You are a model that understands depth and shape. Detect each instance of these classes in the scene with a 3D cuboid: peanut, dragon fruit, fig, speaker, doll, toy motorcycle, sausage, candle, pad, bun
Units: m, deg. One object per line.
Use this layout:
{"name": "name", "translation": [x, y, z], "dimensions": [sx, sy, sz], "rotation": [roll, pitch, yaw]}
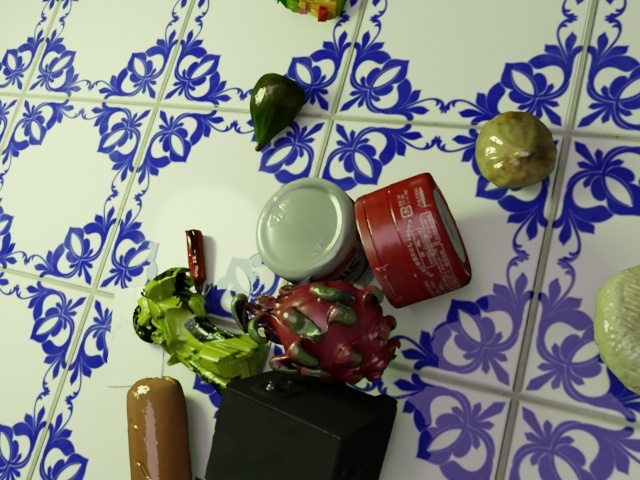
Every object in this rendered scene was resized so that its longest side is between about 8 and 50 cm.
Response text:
{"name": "peanut", "translation": [0.360, -0.168, 1.232], "dimensions": [0.140, 0.109, 0.159], "rotation": [-13, 56, 8]}
{"name": "dragon fruit", "translation": [-0.004, 0.159, 1.156], "dimensions": [0.272, 0.218, 0.198], "rotation": [-7, 112, 34]}
{"name": "fig", "translation": [-0.112, -0.286, 1.492], "dimensions": [0.117, 0.117, 0.177], "rotation": [36, 111, 29]}
{"name": "speaker", "translation": [-0.018, 0.335, 1.122], "dimensions": [0.232, 0.254, 0.184], "rotation": [17, 97, 28]}
{"name": "doll", "translation": [-0.026, -0.585, 1.546], "dimensions": [0.186, 0.106, 0.134], "rotation": [37, 71, 12]}
{"name": "toy motorcycle", "translation": [-0.262, 0.178, 1.372], "dimensions": [0.342, 0.142, 0.206], "rotation": [28, 123, 28]}
{"name": "sausage", "translation": [-0.320, 0.423, 1.322], "dimensions": [0.121, 0.121, 0.304], "rotation": [-17, 67, 18]}
{"name": "candle", "translation": [-0.271, 0.052, 1.476], "dimensions": [0.048, 0.053, 0.162], "rotation": [-2, 72, -23]}
{"name": "pad", "translation": [-0.414, 0.212, 1.502], "dimensions": [0.156, 0.004, 0.232], "rotation": [-8, 70, 22]}
{"name": "bun", "translation": [0.526, 0.152, 1.032], "dimensions": [0.220, 0.134, 0.220], "rotation": [2, 61, -3]}

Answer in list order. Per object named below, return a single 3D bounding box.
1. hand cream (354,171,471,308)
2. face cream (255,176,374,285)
{"name": "hand cream", "translation": [0.168, -0.001, 1.193], "dimensions": [0.149, 0.230, 0.230], "rotation": [-20, 66, 18]}
{"name": "face cream", "translation": [0.000, 0.000, 1.286], "dimensions": [0.201, 0.187, 0.201], "rotation": [-8, 70, 21]}
